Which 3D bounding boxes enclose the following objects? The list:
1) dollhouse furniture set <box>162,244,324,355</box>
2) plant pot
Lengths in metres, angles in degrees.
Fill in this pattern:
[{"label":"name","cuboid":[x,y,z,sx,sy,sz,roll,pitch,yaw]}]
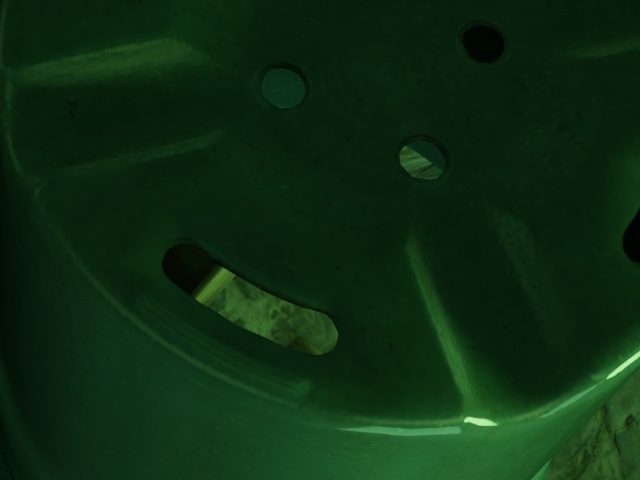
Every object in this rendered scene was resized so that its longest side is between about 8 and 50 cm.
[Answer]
[{"label":"dollhouse furniture set","cuboid":[-0.146,0.053,0.727,0.198,0.286,0.303,-47,168,30]},{"label":"plant pot","cuboid":[0.000,0.000,0.529,0.341,0.341,0.334,-14,161,-15]}]
